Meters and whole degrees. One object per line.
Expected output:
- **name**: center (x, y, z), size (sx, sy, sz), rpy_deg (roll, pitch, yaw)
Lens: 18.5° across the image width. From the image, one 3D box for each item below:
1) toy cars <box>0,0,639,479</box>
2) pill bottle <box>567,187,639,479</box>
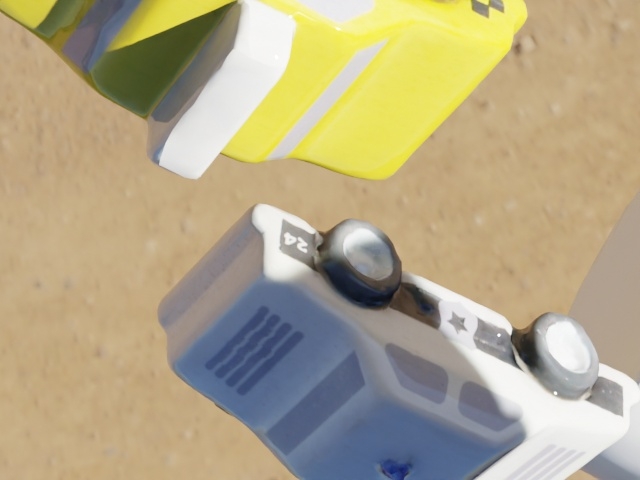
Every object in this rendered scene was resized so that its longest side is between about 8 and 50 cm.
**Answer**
- **toy cars**: center (0.000, 0.000, 0.692), size (0.176, 0.087, 0.394), rpy_deg (-9, 136, 15)
- **pill bottle**: center (0.323, 0.111, 0.973), size (0.392, 0.224, 0.224), rpy_deg (28, 118, -6)
